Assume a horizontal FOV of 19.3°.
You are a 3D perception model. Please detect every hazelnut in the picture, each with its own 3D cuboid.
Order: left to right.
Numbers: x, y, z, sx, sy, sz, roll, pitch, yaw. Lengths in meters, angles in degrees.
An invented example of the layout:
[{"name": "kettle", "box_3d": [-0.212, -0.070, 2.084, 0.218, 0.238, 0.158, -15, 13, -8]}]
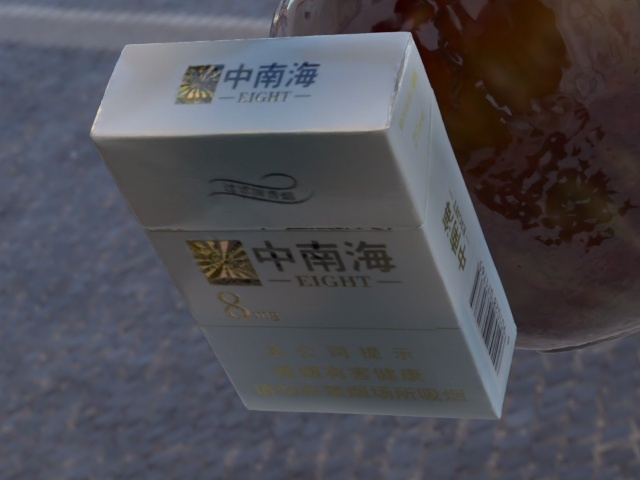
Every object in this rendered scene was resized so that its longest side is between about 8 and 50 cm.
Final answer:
[{"name": "hazelnut", "box_3d": [0.178, -0.140, 1.381, 0.429, 0.402, 0.402, -45, 17, 19]}]

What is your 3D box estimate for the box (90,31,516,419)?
[{"name": "box", "box_3d": [0.000, 0.000, 0.962, 0.155, 0.243, 0.067, -2, 52, 21]}]
